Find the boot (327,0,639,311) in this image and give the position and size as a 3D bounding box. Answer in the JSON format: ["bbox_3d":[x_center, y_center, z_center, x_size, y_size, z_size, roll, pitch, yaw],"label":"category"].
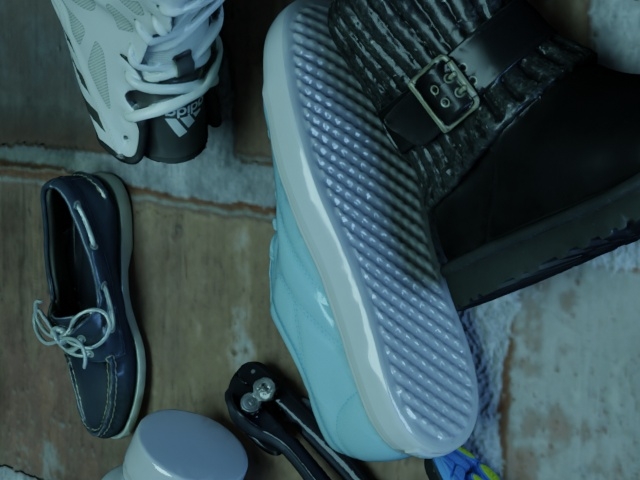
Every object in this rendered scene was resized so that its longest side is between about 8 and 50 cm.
[{"bbox_3d":[0.163,-0.122,1.037,0.348,0.131,0.260,-27,79,40],"label":"boot"}]

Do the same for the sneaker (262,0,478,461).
[{"bbox_3d":[0.000,0.000,1.195,0.150,0.135,0.366,-21,79,44],"label":"sneaker"}]

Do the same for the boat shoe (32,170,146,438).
[{"bbox_3d":[-0.216,0.064,1.419,0.095,0.079,0.254,8,102,39],"label":"boat shoe"}]

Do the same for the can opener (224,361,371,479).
[{"bbox_3d":[-0.011,0.172,1.290,0.186,0.073,0.059,39,81,25],"label":"can opener"}]

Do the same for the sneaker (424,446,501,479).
[{"bbox_3d":[0.118,0.247,1.175,0.078,0.067,0.188,-25,84,34],"label":"sneaker"}]

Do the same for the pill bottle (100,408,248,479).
[{"bbox_3d":[-0.150,0.270,1.362,0.131,0.131,0.229,39,120,29],"label":"pill bottle"}]

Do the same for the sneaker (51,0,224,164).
[{"bbox_3d":[-0.093,-0.181,1.180,0.447,0.169,0.257,24,136,60],"label":"sneaker"}]
